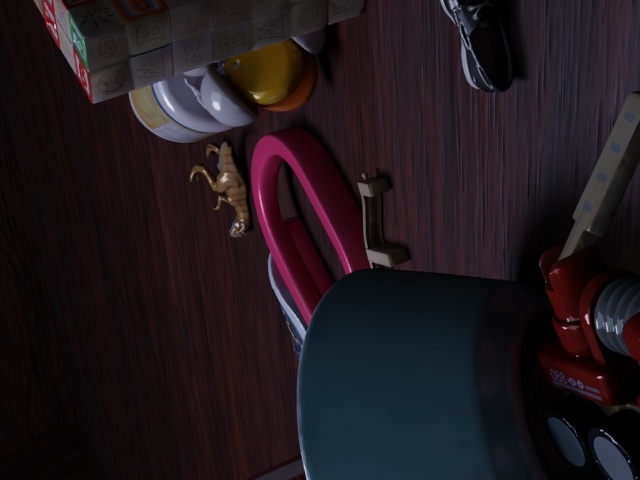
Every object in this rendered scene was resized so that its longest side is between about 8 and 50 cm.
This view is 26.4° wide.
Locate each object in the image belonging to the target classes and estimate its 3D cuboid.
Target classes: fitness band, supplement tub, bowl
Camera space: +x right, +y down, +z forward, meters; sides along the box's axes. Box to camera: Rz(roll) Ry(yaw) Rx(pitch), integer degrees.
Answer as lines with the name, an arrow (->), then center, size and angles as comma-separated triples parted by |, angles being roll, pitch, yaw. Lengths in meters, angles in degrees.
fitness band -> 0.000, 0.000, 1.647 | 0.291, 0.054, 0.209 | 61, 156, 21
supplement tub -> -0.164, -0.201, 1.744 | 0.199, 0.144, 0.144 | -4, 105, 70
bowl -> 0.137, 0.155, 1.140 | 0.163, 0.311, 0.311 | -17, 93, 32

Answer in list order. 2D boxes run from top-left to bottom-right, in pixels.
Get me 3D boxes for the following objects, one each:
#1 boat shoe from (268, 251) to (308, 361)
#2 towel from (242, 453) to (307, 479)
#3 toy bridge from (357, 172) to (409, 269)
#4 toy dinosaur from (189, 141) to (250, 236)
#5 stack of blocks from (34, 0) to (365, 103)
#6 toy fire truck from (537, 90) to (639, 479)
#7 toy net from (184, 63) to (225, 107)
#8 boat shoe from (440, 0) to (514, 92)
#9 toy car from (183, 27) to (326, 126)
boat shoe -> -0.024, 0.095, 1.767 | 0.183, 0.065, 0.083 | 65, 158, 13
towel -> 0.078, 0.301, 1.438 | 0.329, 0.237, 0.037 | 38, 143, 56
toy bridge -> 0.072, 0.015, 1.501 | 0.063, 0.026, 0.188 | 16, 123, 68
toy dinosaur -> -0.128, -0.096, 1.898 | 0.112, 0.064, 0.211 | 33, 151, 32
stack of blocks -> -0.123, -0.264, 1.352 | 0.171, 0.297, 0.087 | 57, 158, 34
toy fire truck -> 0.237, 0.039, 0.956 | 0.246, 0.158, 0.217 | 65, 163, -16
toy net -> -0.129, -0.269, 1.602 | 0.045, 0.122, 0.232 | 24, 128, 41
boat shoe -> 0.132, -0.181, 1.133 | 0.038, 0.046, 0.125 | 31, 140, 61
toy car -> -0.073, -0.219, 1.525 | 0.182, 0.159, 0.136 | 51, -166, 20
